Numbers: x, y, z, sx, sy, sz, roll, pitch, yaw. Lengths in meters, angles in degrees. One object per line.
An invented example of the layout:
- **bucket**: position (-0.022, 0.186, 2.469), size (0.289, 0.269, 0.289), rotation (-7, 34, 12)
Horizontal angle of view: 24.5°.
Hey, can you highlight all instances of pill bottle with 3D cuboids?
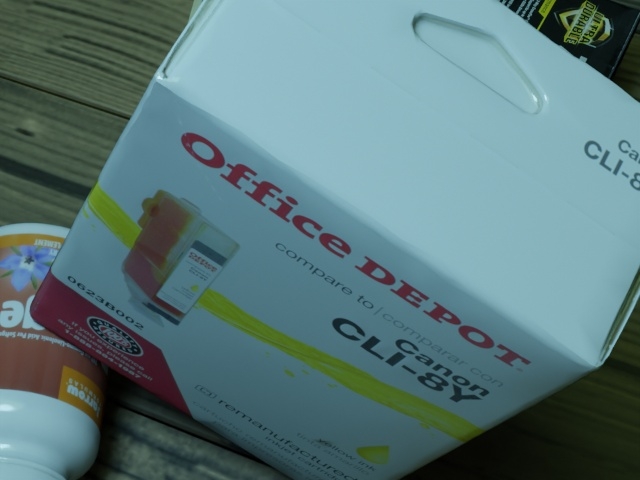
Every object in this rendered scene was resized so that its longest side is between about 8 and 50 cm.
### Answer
- **pill bottle**: position (-0.216, 0.105, 1.079), size (0.121, 0.121, 0.216), rotation (-1, 56, 6)

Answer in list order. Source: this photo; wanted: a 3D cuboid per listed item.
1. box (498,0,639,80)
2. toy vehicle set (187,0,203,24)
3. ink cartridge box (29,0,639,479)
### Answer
- **box**: position (0.084, -0.120, 1.160), size (0.257, 0.079, 0.322), rotation (25, 47, 8)
- **toy vehicle set**: position (-0.018, -0.269, 1.363), size (0.166, 0.035, 0.267), rotation (5, 57, 10)
- **ink cartridge box**: position (0.000, 0.000, 0.919), size (0.279, 0.385, 0.160), rotation (33, 61, -6)
